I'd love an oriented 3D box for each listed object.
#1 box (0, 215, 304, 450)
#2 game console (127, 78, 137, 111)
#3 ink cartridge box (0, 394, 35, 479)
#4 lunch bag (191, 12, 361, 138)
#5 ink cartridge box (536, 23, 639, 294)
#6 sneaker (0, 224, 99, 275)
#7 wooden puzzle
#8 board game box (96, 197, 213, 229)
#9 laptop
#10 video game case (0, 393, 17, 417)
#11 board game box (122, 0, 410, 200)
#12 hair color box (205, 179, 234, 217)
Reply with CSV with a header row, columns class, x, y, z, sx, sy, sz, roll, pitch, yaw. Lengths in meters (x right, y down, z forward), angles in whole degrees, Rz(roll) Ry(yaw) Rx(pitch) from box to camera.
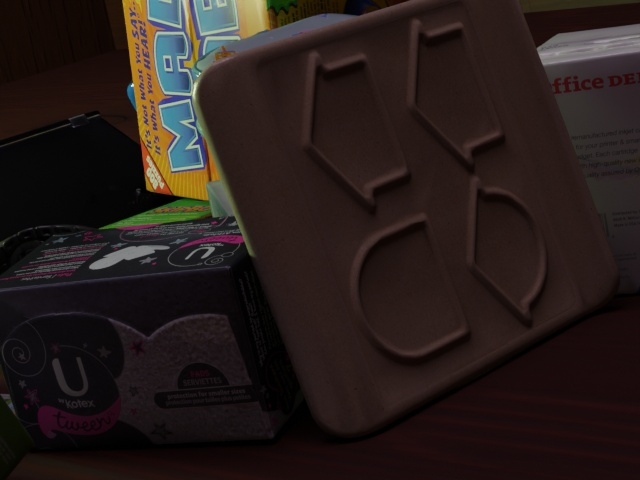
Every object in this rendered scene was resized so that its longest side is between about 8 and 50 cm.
class,x,y,z,sx,sy,sz,roll,pitch,yaw
box,-0.142,0.081,1.338,0.247,0.163,0.142,-5,19,24
game console,-0.120,-0.220,2.498,0.293,0.250,0.173,-5,42,25
ink cartridge box,-0.387,0.123,1.273,0.255,0.189,0.097,3,42,42
lunch bag,0.005,-0.161,1.759,0.279,0.108,0.224,-24,40,-36
ink cartridge box,0.303,-0.084,1.487,0.171,0.232,0.168,-5,16,23
sneaker,-0.362,0.035,1.813,0.286,0.109,0.130,-10,10,2
wooden puzzle,0.075,-0.036,1.337,0.348,0.322,0.080,-23,3,-35
board game box,-0.229,-0.007,2.007,0.259,0.039,0.124,-25,20,-38
laptop,-0.447,-0.021,2.267,0.382,0.236,0.408,-22,-10,-39
video game case,-0.340,0.177,1.414,0.143,0.019,0.157,-1,17,33
board game box,-0.020,-0.258,2.100,0.356,0.356,0.356,-14,14,-34
hair color box,0.000,0.000,1.644,0.185,0.113,0.374,-13,13,-8
